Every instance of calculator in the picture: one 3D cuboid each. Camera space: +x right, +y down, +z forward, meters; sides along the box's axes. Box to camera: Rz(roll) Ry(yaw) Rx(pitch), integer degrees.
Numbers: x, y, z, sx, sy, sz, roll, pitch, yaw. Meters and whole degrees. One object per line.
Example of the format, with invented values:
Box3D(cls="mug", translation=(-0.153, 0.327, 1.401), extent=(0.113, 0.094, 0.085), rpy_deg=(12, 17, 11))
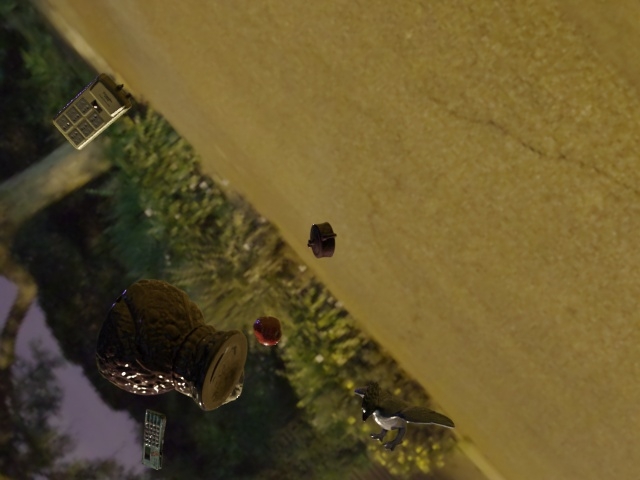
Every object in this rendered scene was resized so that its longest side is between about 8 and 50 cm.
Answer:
Box3D(cls="calculator", translation=(-0.422, 0.505, 2.264), extent=(0.057, 0.018, 0.171), rpy_deg=(17, 117, 14))

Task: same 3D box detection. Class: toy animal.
Box3D(cls="toy animal", translation=(0.167, 0.376, 1.983), extent=(0.239, 0.255, 0.176), rpy_deg=(21, 113, 33))

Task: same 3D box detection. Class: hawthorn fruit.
Box3D(cls="hawthorn fruit", translation=(-0.153, 0.264, 2.581), extent=(0.093, 0.093, 0.093), rpy_deg=(47, 170, 11))

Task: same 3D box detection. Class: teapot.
Box3D(cls="teapot", translation=(0.000, 0.000, 1.675), extent=(0.100, 0.045, 0.067), rpy_deg=(150, 109, -68))

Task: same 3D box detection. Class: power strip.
Box3D(cls="power strip", translation=(-0.399, -0.228, 1.571), extent=(0.076, 0.169, 0.028), rpy_deg=(50, -147, -12))

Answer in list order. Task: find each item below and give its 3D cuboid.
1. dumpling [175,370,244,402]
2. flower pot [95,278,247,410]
Box3D(cls="dumpling", translation=(-0.310, 0.324, 2.373), extent=(0.258, 0.193, 0.147), rpy_deg=(38, -168, 1))
Box3D(cls="flower pot", translation=(-0.325, 0.249, 2.029), extent=(0.267, 0.266, 0.266), rpy_deg=(22, 160, 22))
